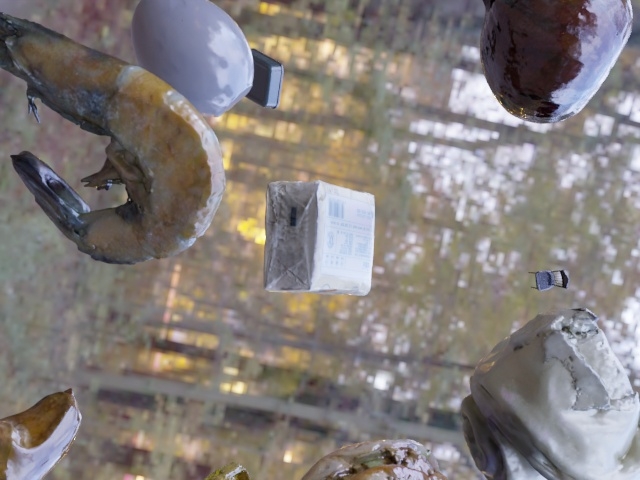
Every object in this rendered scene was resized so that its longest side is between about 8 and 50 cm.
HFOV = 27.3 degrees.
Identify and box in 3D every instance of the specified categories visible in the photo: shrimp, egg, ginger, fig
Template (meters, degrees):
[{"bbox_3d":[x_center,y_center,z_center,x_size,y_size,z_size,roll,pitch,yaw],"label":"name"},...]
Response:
[{"bbox_3d":[-0.324,-0.140,1.732,0.272,0.445,0.085,-59,170,26],"label":"shrimp"},{"bbox_3d":[-0.217,-0.314,2.191,0.176,0.232,0.176,-46,176,-4],"label":"egg"},{"bbox_3d":[-0.398,0.289,1.486,0.309,0.133,0.107,-44,-132,17],"label":"ginger"},{"bbox_3d":[0.305,-0.272,1.761,0.235,0.214,0.235,-55,-160,32],"label":"fig"}]

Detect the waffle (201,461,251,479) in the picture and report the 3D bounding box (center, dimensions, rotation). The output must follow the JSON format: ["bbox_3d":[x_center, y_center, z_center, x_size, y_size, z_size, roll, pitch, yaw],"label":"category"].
[{"bbox_3d":[-0.181,0.443,1.962,0.055,0.211,0.160,-9,-79,56],"label":"waffle"}]

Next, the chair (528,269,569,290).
[{"bbox_3d":[0.415,0.072,2.419,0.086,0.042,0.037,-178,-102,-69],"label":"chair"}]

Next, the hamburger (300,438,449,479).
[{"bbox_3d":[0.064,0.403,1.830,0.146,0.286,0.243,31,-24,56],"label":"hamburger"}]

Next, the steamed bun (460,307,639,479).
[{"bbox_3d":[0.334,0.288,2.029,0.346,0.237,0.394,34,-32,47],"label":"steamed bun"}]

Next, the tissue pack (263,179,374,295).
[{"bbox_3d":[0.000,0.000,1.787,0.196,0.092,0.148,10,82,-64],"label":"tissue pack"}]

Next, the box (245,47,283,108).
[{"bbox_3d":[-0.116,-0.301,2.453,0.126,0.031,0.091,37,-56,49],"label":"box"}]
